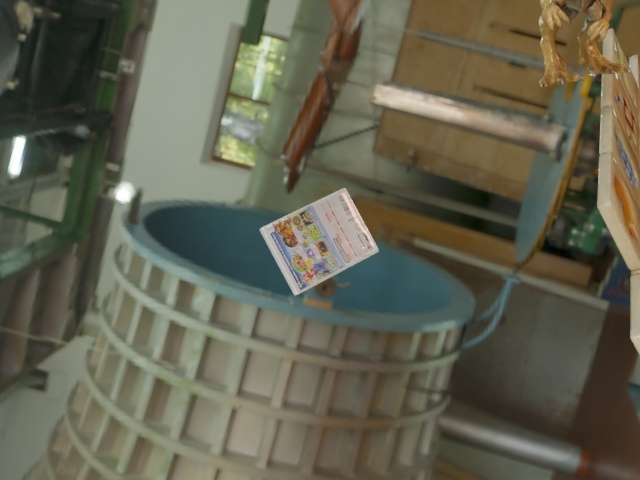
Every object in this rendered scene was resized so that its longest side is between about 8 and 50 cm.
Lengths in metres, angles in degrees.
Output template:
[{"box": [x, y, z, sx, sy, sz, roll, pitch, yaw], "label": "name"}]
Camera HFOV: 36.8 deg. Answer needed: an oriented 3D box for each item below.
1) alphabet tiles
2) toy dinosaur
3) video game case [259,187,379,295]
[{"box": [0.266, 0.012, 0.726, 0.285, 0.011, 0.342, 56, -147, -28], "label": "alphabet tiles"}, {"box": [0.164, -0.163, 0.634, 0.211, 0.064, 0.112, -91, -7, -77], "label": "toy dinosaur"}, {"box": [0.000, 0.000, 1.119, 0.122, 0.087, 0.011, -27, -3, -28], "label": "video game case"}]
